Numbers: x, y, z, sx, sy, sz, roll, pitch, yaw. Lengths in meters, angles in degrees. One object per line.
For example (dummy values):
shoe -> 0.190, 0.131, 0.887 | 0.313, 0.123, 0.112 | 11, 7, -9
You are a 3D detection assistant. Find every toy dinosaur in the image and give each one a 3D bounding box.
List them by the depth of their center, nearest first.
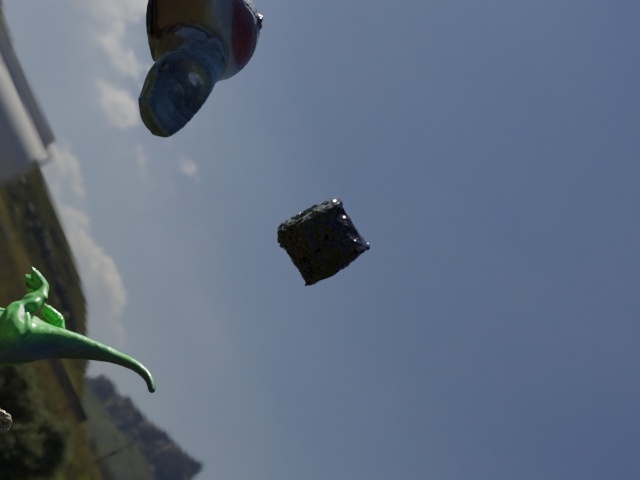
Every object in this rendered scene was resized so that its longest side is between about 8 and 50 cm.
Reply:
toy dinosaur -> -0.622, 0.230, 2.279 | 0.500, 0.374, 0.144 | 31, -49, 28

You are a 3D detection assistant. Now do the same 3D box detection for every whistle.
whistle -> -0.184, -0.281, 1.682 | 0.189, 0.189, 0.348 | 83, 13, -44

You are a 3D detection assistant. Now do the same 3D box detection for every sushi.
sushi -> 0.001, 0.000, 1.333 | 0.084, 0.094, 0.098 | 59, 0, -8

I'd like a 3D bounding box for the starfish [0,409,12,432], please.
starfish -> -0.565, 0.232, 1.686 | 0.071, 0.215, 0.238 | -116, -143, -56
